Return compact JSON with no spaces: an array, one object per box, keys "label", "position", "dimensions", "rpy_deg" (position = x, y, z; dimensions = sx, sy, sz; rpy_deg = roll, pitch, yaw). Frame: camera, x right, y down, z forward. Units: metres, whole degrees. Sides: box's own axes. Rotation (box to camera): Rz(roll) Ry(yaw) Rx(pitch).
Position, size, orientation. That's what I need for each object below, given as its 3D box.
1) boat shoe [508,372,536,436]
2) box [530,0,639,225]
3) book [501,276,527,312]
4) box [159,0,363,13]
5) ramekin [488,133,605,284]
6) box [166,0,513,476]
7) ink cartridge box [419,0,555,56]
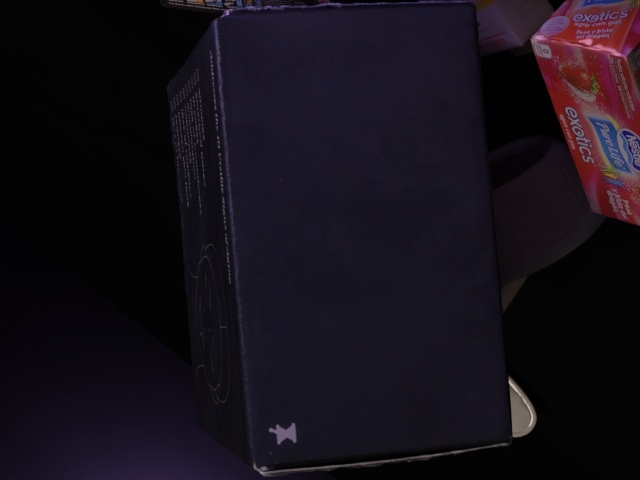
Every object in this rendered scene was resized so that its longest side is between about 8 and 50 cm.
[{"label":"boat shoe","position":[0.234,0.216,2.361],"dimensions":[0.319,0.116,0.099],"rpy_deg":[31,-160,9]},{"label":"box","position":[0.333,-0.143,1.443],"dimensions":[0.123,0.128,0.257],"rpy_deg":[20,149,43]},{"label":"book","position":[0.234,0.069,2.043],"dimensions":[0.035,0.096,0.144],"rpy_deg":[51,156,-21]},{"label":"box","position":[-0.093,-0.369,1.713],"dimensions":[0.270,0.060,0.216],"rpy_deg":[10,148,17]},{"label":"ramekin","position":[0.237,-0.042,1.703],"dimensions":[0.109,0.207,0.207],"rpy_deg":[59,154,-14]},{"label":"box","position":[0.000,0.000,1.643],"dimensions":[0.472,0.297,0.480],"rpy_deg":[171,94,-80]},{"label":"ink cartridge box","position":[0.178,-0.272,1.549],"dimensions":[0.198,0.067,0.115],"rpy_deg":[49,158,-17]}]
